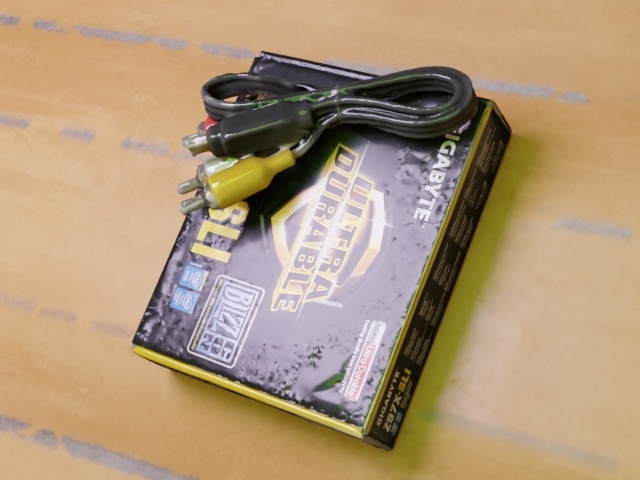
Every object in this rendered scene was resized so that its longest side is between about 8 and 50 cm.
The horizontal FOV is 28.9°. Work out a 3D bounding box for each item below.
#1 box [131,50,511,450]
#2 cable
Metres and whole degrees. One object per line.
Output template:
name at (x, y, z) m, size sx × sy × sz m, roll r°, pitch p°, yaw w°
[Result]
box at (0.000, 0.000, 1.151) m, size 0.257 × 0.079 × 0.322 m, roll 16°, pitch 78°, yaw 30°
cable at (-0.002, -0.109, 1.136) m, size 0.287 × 0.072 × 0.140 m, roll -12°, pitch 48°, yaw 6°
